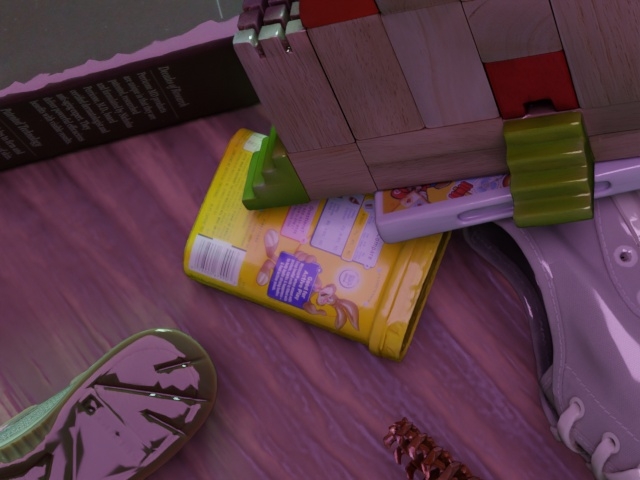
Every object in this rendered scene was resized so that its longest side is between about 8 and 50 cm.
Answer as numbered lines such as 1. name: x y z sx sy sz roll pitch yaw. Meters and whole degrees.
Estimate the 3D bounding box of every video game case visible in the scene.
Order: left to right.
1. video game case: 0.137 -0.107 0.875 0.206 0.026 0.227 -12 46 15

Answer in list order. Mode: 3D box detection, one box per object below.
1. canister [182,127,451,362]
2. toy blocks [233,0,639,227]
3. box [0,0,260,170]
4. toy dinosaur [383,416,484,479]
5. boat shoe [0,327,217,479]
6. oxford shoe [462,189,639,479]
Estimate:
1. canister: 0.000 0.000 0.912 0.170 0.073 0.126 20 79 10
2. toy blocks: 0.089 -0.161 0.741 0.381 0.261 0.191 -7 48 20
3. box: -0.227 -0.165 0.935 0.381 0.143 0.191 -15 76 -1
4. toy dinosaur: 0.119 0.280 0.818 0.218 0.164 0.322 -21 60 -31
5. boat shoe: -0.198 0.173 0.878 0.302 0.098 0.109 -40 91 -7
6. oxford shoe: 0.226 0.128 0.820 0.130 0.169 0.449 -25 69 -5
